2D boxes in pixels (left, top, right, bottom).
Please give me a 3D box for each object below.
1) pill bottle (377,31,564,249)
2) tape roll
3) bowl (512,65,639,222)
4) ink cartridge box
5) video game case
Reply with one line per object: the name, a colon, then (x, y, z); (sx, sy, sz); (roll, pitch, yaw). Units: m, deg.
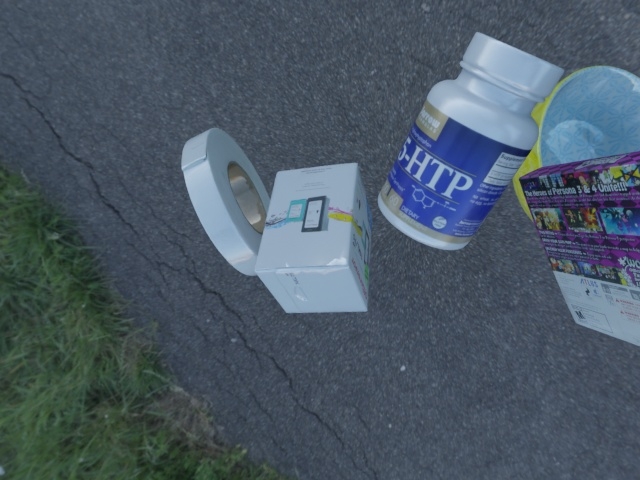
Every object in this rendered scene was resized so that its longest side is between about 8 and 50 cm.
pill bottle: (0.143, -0.094, 0.411); (0.111, 0.112, 0.187); (28, 122, 9)
tape roll: (-0.214, -0.098, 1.074); (0.071, 0.392, 0.393); (-23, 90, 11)
bowl: (0.421, -0.114, 0.686); (0.288, 0.156, 0.290); (1, 85, -16)
ink cartridge box: (0.000, 0.000, 0.926); (0.196, 0.198, 0.270); (-4, 54, 17)
video game case: (0.318, 0.016, 0.415); (0.041, 0.232, 0.211); (-26, 96, -5)
